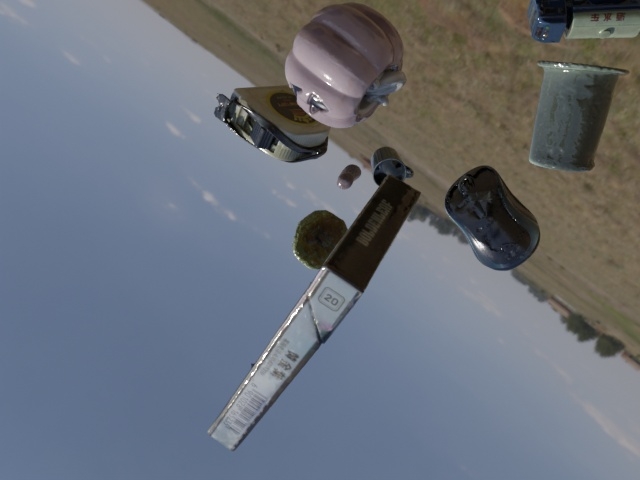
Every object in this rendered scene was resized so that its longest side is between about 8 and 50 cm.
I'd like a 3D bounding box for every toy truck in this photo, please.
[{"bbox_3d":[0.474,-0.396,1.073,0.202,0.088,0.074,0,160,5],"label":"toy truck"}]

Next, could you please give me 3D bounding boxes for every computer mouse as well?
[{"bbox_3d":[0.332,-0.050,1.209,0.096,0.137,0.233,28,-153,-53],"label":"computer mouse"}]

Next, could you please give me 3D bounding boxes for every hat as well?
[{"bbox_3d":[0.088,-0.190,1.844,0.058,0.087,0.042,54,-177,-32],"label":"hat"}]

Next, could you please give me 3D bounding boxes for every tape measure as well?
[{"bbox_3d":[-0.112,-0.296,1.602,0.271,0.133,0.231,-13,-125,-43],"label":"tape measure"}]

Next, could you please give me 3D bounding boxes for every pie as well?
[{"bbox_3d":[0.000,0.000,0.839,0.084,0.084,0.020,34,179,-16],"label":"pie"}]

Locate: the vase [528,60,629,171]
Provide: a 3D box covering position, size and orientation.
[{"bbox_3d":[0.700,-0.346,1.701,0.245,0.291,0.245,7,-165,-2],"label":"vase"}]

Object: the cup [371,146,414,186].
[{"bbox_3d":[0.166,-0.169,1.405,0.100,0.078,0.077,12,-148,-11],"label":"cup"}]

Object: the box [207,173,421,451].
[{"bbox_3d":[-0.014,0.088,0.666,0.047,0.324,0.180,36,-140,2],"label":"box"}]

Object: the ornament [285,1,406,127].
[{"bbox_3d":[0.042,-0.252,0.896,0.178,0.177,0.177,36,-171,-7],"label":"ornament"}]
